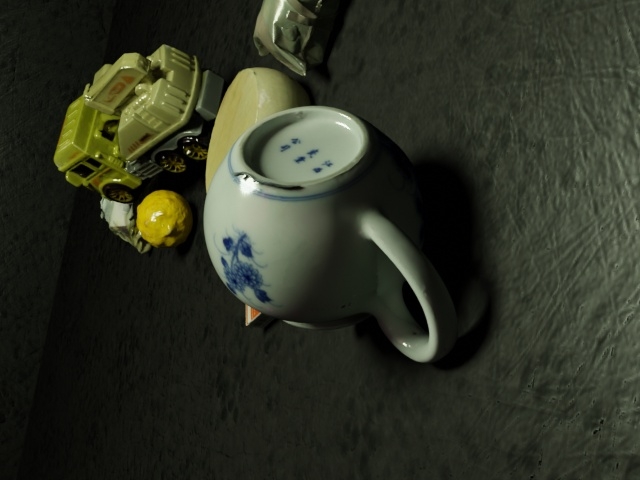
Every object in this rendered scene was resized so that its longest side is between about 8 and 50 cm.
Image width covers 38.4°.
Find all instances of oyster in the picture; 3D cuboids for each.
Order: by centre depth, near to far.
[{"bbox_3d":[-0.408,-0.144,2.107,0.238,0.115,0.351,-11,73,54],"label":"oyster"}]

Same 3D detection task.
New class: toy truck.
[{"bbox_3d":[-0.364,-0.230,1.804,0.405,0.254,0.180,-23,48,44],"label":"toy truck"}]

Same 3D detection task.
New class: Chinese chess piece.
[{"bbox_3d":[-0.103,-0.152,1.482,0.251,0.097,0.250,-41,43,53],"label":"Chinese chess piece"}]

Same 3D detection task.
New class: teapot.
[{"bbox_3d":[0.000,0.000,1.061,0.424,0.252,0.280,35,148,40],"label":"teapot"}]

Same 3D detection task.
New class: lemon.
[{"bbox_3d":[-0.315,-0.044,1.853,0.155,0.114,0.114,-131,57,-65],"label":"lemon"}]

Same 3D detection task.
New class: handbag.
[{"bbox_3d":[-0.019,-0.383,1.402,0.182,0.117,0.270,48,121,50],"label":"handbag"}]

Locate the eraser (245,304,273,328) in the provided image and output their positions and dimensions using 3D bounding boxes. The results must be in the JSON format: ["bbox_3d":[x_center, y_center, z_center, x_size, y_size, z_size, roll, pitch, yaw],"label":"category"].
[{"bbox_3d":[-0.053,0.016,1.365,0.230,0.038,0.157,-44,41,50],"label":"eraser"}]
